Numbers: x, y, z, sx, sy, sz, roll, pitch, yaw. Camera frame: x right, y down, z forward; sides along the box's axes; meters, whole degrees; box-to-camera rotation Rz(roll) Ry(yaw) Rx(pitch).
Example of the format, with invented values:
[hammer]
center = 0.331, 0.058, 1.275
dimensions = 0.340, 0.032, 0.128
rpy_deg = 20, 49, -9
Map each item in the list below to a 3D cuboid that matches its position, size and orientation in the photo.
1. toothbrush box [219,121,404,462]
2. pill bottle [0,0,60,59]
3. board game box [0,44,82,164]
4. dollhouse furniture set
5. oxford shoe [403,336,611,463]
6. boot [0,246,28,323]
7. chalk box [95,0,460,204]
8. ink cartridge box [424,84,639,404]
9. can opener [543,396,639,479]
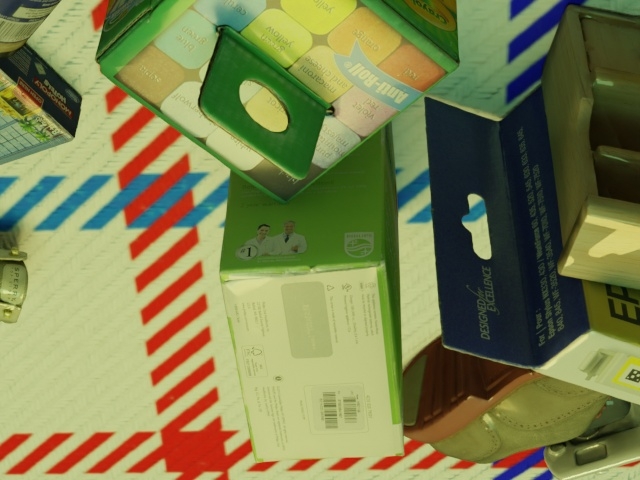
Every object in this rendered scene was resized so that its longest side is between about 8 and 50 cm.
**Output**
[toothbrush box]
center = 0.000, 0.000, 1.281
dimensions = 0.122, 0.283, 0.206
rpy_deg = -4, 131, 4
[pill bottle]
center = -0.210, -0.240, 1.181
dimensions = 0.123, 0.123, 0.219
rpy_deg = 32, 125, -24
[board game box]
center = -0.332, -0.116, 1.337
dimensions = 0.194, 0.060, 0.194
rpy_deg = -30, 125, 24
[dollhouse furniture set]
center = 0.292, -0.184, 1.127
dimensions = 0.362, 0.256, 0.394
rpy_deg = 10, 131, -8
[oxford shoe]
center = 0.229, 0.105, 1.489
dimensions = 0.130, 0.123, 0.348
rpy_deg = 34, 134, -30
[boot]
center = -0.332, 0.025, 1.400
dimensions = 0.165, 0.077, 0.213
rpy_deg = 11, 171, -10
[chalk box]
center = -0.026, -0.166, 1.130
dimensions = 0.180, 0.289, 0.179
rpy_deg = 36, 124, -27
[ink cartridge box]
center = 0.236, 0.005, 1.266
dimensions = 0.307, 0.303, 0.072
rpy_deg = 20, 128, -16
[can opener]
center = 0.335, 0.160, 1.554
dimensions = 0.280, 0.074, 0.093
rpy_deg = -16, 128, 15
